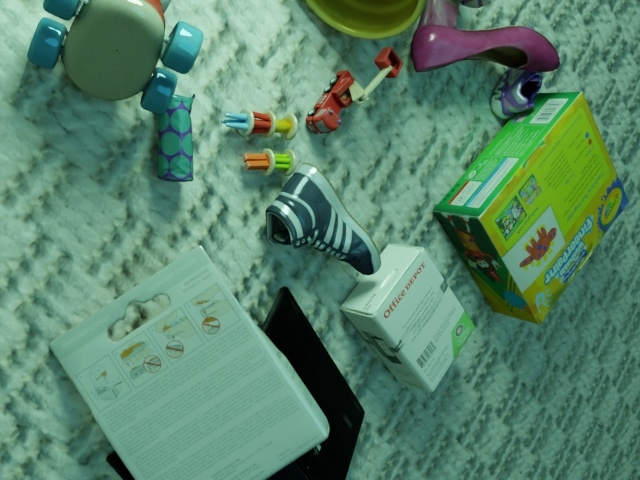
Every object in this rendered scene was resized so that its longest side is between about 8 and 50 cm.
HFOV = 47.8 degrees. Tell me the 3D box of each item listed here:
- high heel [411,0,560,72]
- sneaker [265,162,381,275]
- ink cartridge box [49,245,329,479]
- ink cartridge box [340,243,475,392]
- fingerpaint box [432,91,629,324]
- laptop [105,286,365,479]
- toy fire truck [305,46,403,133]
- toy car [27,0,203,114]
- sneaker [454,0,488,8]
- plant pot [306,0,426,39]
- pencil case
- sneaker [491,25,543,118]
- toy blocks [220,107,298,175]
[{"bbox_3d":[0.373,-0.403,1.633,0.377,0.127,0.181,15,77,-15],"label":"high heel"},{"bbox_3d":[0.000,0.000,1.434,0.153,0.099,0.282,-49,118,-24],"label":"sneaker"},{"bbox_3d":[-0.214,0.246,1.212,0.308,0.091,0.385,-33,92,1],"label":"ink cartridge box"},{"bbox_3d":[0.198,0.170,1.599,0.198,0.114,0.273,-51,123,-22],"label":"ink cartridge box"},{"bbox_3d":[0.533,-0.084,1.793,0.445,0.163,0.371,-48,121,-19],"label":"fingerpaint box"},{"bbox_3d":[-0.134,0.379,1.428,0.382,0.236,0.408,61,33,-27],"label":"laptop"},{"bbox_3d":[0.065,-0.292,1.426,0.047,0.135,0.192,45,68,-32],"label":"toy fire truck"},{"bbox_3d":[-0.303,-0.361,1.132,0.219,0.210,0.238,21,52,-22],"label":"toy car"},{"bbox_3d":[0.286,-0.632,1.528,0.305,0.114,0.152,45,70,-33],"label":"sneaker"},{"bbox_3d":[0.109,-0.558,1.377,0.254,0.254,0.239,46,52,-32],"label":"plant pot"},{"bbox_3d":[-0.248,-0.176,1.241,0.064,0.070,0.152,1,97,-4],"label":"pencil case"},{"bbox_3d":[0.502,-0.414,1.772,0.095,0.104,0.237,19,83,-37],"label":"sneaker"},{"bbox_3d":[-0.117,-0.183,1.349,0.148,0.054,0.123,-1,96,-38],"label":"toy blocks"}]
